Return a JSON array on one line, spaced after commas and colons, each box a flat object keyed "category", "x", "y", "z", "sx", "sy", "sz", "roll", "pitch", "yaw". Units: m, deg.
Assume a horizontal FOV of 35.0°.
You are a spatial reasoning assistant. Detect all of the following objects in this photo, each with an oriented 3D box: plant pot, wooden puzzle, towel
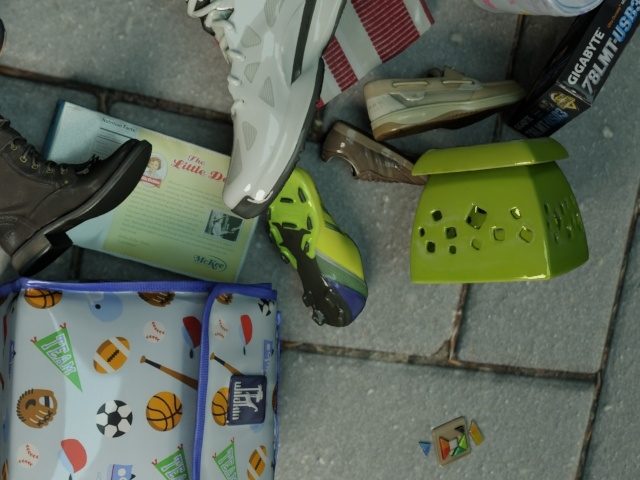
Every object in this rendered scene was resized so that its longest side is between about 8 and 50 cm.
[{"category": "plant pot", "x": 0.272, "y": -0.050, "z": 1.571, "sx": 0.227, "sy": 0.228, "sz": 0.207, "roll": -14, "pitch": 99, "yaw": -60}, {"category": "wooden puzzle", "x": 0.231, "y": 0.351, "z": 1.767, "sx": 0.116, "sy": 0.014, "sz": 0.078, "roll": -27, "pitch": 109, "yaw": -19}, {"category": "towel", "x": -0.001, "y": -0.341, "z": 1.529, "sx": 0.329, "sy": 0.037, "sz": 0.237, "roll": -36, "pitch": 111, "yaw": -16}]

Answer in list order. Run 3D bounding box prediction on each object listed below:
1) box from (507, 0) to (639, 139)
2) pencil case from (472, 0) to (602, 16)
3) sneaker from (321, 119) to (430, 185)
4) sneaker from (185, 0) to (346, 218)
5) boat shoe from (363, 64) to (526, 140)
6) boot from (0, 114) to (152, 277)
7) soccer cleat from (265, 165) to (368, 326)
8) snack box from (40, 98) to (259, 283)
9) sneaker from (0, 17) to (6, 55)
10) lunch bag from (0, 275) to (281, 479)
[{"category": "box", "x": 0.428, "y": -0.314, "z": 1.596, "sx": 0.073, "sy": 0.295, "sz": 0.293, "roll": 31, "pitch": 84, "yaw": 1}, {"category": "pencil case", "x": 0.321, "y": -0.405, "z": 1.540, "sx": 0.114, "sy": 0.273, "sz": 0.124, "roll": -18, "pitch": 108, "yaw": -14}, {"category": "sneaker", "x": 0.085, "y": -0.122, "z": 1.601, "sx": 0.188, "sy": 0.066, "sz": 0.071, "roll": 27, "pitch": 104, "yaw": -22}, {"category": "sneaker", "x": -0.123, "y": -0.269, "z": 1.398, "sx": 0.258, "sy": 0.169, "sz": 0.447, "roll": 17, "pitch": 85, "yaw": -15}, {"category": "boat shoe", "x": 0.200, "y": -0.231, "z": 1.605, "sx": 0.302, "sy": 0.109, "sz": 0.098, "roll": -15, "pitch": 84, "yaw": -30}, {"category": "boot", "x": -0.376, "y": -0.105, "z": 1.310, "sx": 0.263, "sy": 0.091, "sz": 0.229, "roll": -41, "pitch": 85, "yaw": 0}, {"category": "soccer cleat", "x": -0.001, "y": 0.000, "z": 1.550, "sx": 0.121, "sy": 0.093, "sz": 0.289, "roll": -50, "pitch": 130, "yaw": -42}, {"category": "snack box", "x": -0.243, "y": -0.062, "z": 1.447, "sx": 0.322, "sy": 0.060, "sz": 0.187, "roll": 18, "pitch": 92, "yaw": -26}, {"category": "sneaker", "x": -0.529, "y": -0.191, "z": 1.261, "sx": 0.321, "sy": 0.127, "sz": 0.126, "roll": -25, "pitch": 95, "yaw": 6}, {"category": "lunch bag", "x": -0.233, "y": 0.213, "z": 1.374, "sx": 0.386, "sy": 0.239, "sz": 0.327, "roll": 5, "pitch": 84, "yaw": -27}]
